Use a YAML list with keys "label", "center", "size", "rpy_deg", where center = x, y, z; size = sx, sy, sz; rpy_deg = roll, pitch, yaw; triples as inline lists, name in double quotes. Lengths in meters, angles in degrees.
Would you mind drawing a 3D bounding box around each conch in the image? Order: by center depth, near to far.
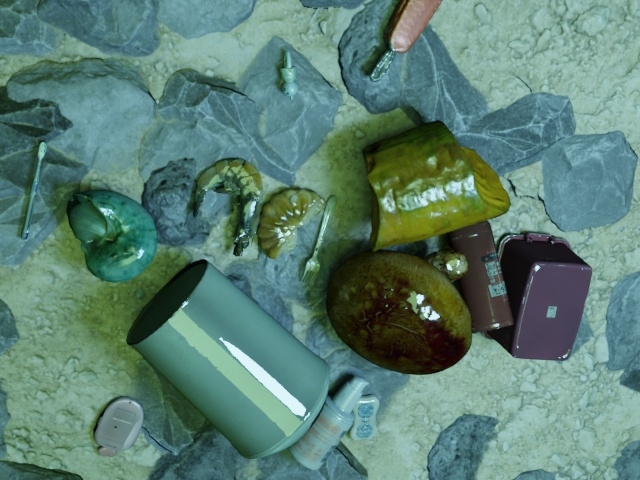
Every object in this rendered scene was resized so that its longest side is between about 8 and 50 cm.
- label: "conch"
  center: [-0.434, -0.002, 1.674]
  size: [0.196, 0.134, 0.202]
  rpy_deg: [24, 114, 24]

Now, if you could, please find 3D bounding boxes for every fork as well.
- label: "fork"
  center: [0.001, 0.002, 1.811]
  size: [0.034, 0.028, 0.219]
  rpy_deg: [17, 105, -11]

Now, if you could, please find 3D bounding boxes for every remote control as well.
- label: "remote control"
  center: [0.109, 0.444, 1.982]
  size: [0.074, 0.032, 0.122]
  rpy_deg: [-3, 110, -11]

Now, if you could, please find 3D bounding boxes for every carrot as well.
- label: "carrot"
  center: [0.238, -0.128, 1.700]
  size: [0.341, 0.241, 0.241]
  rpy_deg: [-18, 111, -2]

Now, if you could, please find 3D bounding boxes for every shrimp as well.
- label: "shrimp"
  center: [-0.203, -0.072, 1.739]
  size: [0.150, 0.051, 0.217]
  rpy_deg: [4, 100, -9]

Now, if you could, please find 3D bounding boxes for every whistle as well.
- label: "whistle"
  center: [-0.067, -0.348, 1.675]
  size: [0.035, 0.035, 0.100]
  rpy_deg: [-7, 108, -9]

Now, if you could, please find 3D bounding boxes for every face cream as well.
- label: "face cream"
  center: [0.028, 0.430, 1.925]
  size: [0.101, 0.101, 0.251]
  rpy_deg: [32, 99, -19]

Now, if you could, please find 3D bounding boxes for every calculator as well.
- label: "calculator"
  center: [-0.478, 0.443, 1.871]
  size: [0.103, 0.024, 0.165]
  rpy_deg: [21, 102, -17]

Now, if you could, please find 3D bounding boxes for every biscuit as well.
- label: "biscuit"
  center: [-0.077, -0.043, 1.762]
  size: [0.118, 0.061, 0.183]
  rpy_deg: [37, 102, -17]

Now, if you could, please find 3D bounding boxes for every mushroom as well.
- label: "mushroom"
  center: [0.172, 0.164, 1.779]
  size: [0.345, 0.239, 0.345]
  rpy_deg: [9, 110, 26]

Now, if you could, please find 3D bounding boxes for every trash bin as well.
- label: "trash bin"
  center: [-0.184, 0.272, 1.742]
  size: [0.280, 0.280, 0.432]
  rpy_deg: [-43, 108, 5]

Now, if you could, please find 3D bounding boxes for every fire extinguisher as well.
- label: "fire extinguisher"
  center: [0.377, 0.036, 1.823]
  size: [0.147, 0.106, 0.336]
  rpy_deg: [-12, 86, 10]

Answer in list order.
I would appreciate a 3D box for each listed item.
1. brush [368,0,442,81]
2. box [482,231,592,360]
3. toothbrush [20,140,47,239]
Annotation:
- label: "brush"
  center: [0.192, -0.478, 1.676]
  size: [0.070, 0.051, 0.323]
  rpy_deg: [30, 98, -25]
- label: "box"
  center: [0.515, 0.141, 1.887]
  size: [0.193, 0.167, 0.294]
  rpy_deg: [5, 107, -11]
- label: "toothbrush"
  center: [-0.601, -0.104, 1.663]
  size: [0.016, 0.019, 0.219]
  rpy_deg: [13, 106, -13]
